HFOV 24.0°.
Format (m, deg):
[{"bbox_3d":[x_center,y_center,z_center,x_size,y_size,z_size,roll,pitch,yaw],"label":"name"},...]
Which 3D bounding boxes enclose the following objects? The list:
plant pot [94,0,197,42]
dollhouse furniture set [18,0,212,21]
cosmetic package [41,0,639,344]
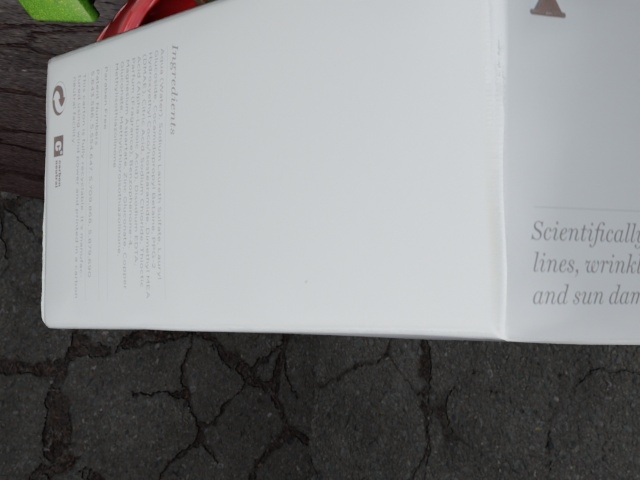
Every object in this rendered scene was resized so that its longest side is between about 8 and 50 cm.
[{"bbox_3d":[-0.105,-0.128,1.277,0.191,0.191,0.174,9,175,-22],"label":"plant pot"},{"bbox_3d":[-0.018,-0.139,0.794,0.198,0.151,0.301,2,149,28],"label":"dollhouse furniture set"},{"bbox_3d":[0.041,-0.030,0.699,0.217,0.156,0.385,2,178,-31],"label":"cosmetic package"}]
